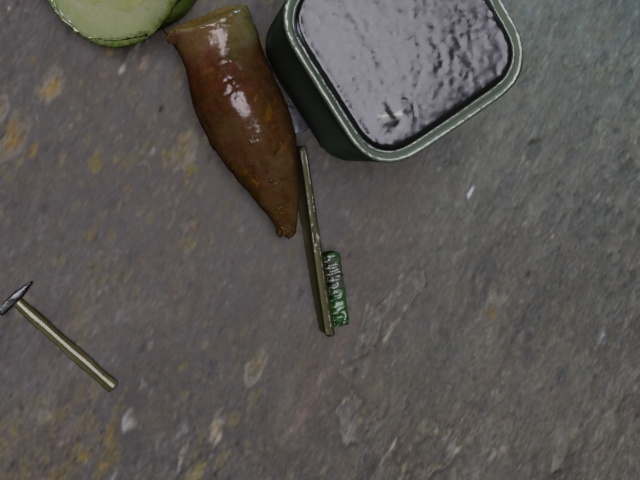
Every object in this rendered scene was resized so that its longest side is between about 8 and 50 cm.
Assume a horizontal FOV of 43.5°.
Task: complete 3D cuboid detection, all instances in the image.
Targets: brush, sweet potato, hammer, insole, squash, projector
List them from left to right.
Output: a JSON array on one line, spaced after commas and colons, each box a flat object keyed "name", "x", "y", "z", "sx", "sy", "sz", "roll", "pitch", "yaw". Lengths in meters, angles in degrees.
[{"name": "hammer", "x": -0.367, "y": 0.144, "z": 1.151, "sx": 0.199, "sy": 0.013, "sz": 0.062, "roll": 44, "pitch": 88, "yaw": -10}, {"name": "squash", "x": -0.273, "y": -0.378, "z": 1.091, "sx": 0.220, "sy": 0.133, "sz": 0.220, "roll": 1, "pitch": 106, "yaw": 3}, {"name": "sweet potato", "x": -0.098, "y": -0.158, "z": 1.109, "sx": 0.131, "sy": 0.131, "sz": 0.337, "roll": -22, "pitch": 97, "yaw": -7}, {"name": "insole", "x": -0.010, "y": -0.230, "z": 1.181, "sx": 0.053, "sy": 0.002, "sz": 0.153, "roll": 19, "pitch": 92, "yaw": -11}, {"name": "brush", "x": 0.000, "y": 0.000, "z": 1.177, "sx": 0.048, "sy": 0.054, "sz": 0.282, "roll": -12, "pitch": 97, "yaw": -17}, {"name": "projector", "x": 0.083, "y": -0.253, "z": 1.068, "sx": 0.248, "sy": 0.249, "sz": 0.248, "roll": -34, "pitch": 100, "yaw": -4}]
